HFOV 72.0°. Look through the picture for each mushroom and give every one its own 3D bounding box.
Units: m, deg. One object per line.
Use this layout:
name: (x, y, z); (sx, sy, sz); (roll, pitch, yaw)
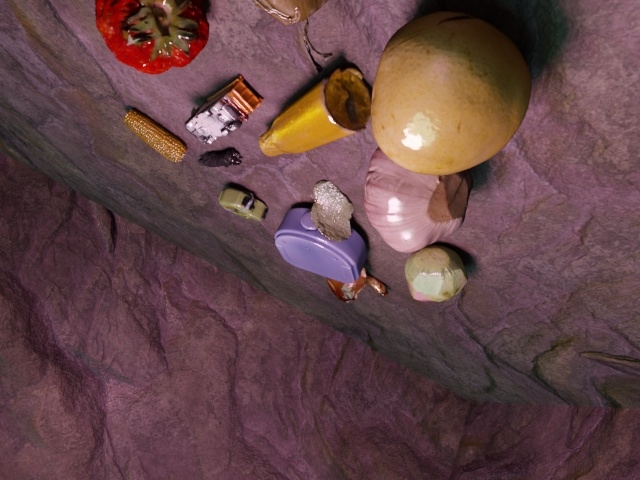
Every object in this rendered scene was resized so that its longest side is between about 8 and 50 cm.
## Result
mushroom: (0.148, 0.186, 2.060); (0.233, 0.208, 0.302); (60, -171, 34)

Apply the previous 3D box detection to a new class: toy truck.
toy truck: (-0.308, -0.396, 1.363); (0.270, 0.135, 0.114); (-9, 136, 46)

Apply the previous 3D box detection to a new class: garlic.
garlic: (0.246, -0.139, 1.147); (0.317, 0.317, 0.259); (43, 163, -34)

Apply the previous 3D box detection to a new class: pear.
pear: (0.242, -0.273, 0.851); (0.309, 0.309, 0.309); (22, 156, 10)

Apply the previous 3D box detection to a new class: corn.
corn: (-0.642, -0.406, 1.718); (0.260, 0.091, 0.091); (36, 152, -17)

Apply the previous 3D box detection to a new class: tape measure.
tape measure: (-0.347, -0.165, 1.897); (0.200, 0.106, 0.175); (19, 169, 20)

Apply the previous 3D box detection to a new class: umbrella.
umbrella: (-0.399, -0.314, 1.704); (0.236, 0.059, 0.066); (6, 128, 41)

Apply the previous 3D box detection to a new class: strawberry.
strawberry: (-0.420, -0.534, 1.070); (0.277, 0.257, 0.257); (18, 159, 51)

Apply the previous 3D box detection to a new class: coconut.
coconut: (0.418, 0.129, 1.614); (0.204, 0.236, 0.236); (52, 178, 43)

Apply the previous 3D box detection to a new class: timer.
timer: (0.000, 0.000, 1.796); (0.395, 0.173, 0.395); (23, 157, 10)

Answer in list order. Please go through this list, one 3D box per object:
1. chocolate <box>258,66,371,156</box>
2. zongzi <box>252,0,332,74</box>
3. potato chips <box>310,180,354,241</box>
chocolate: (-0.047, -0.331, 1.226); (0.162, 0.162, 0.445); (39, 158, -26)
zongzi: (-0.147, -0.562, 0.845); (0.418, 0.181, 0.447); (29, 165, 34)
potato chips: (0.046, -0.107, 1.605); (0.167, 0.228, 0.059); (-1, -165, -9)
